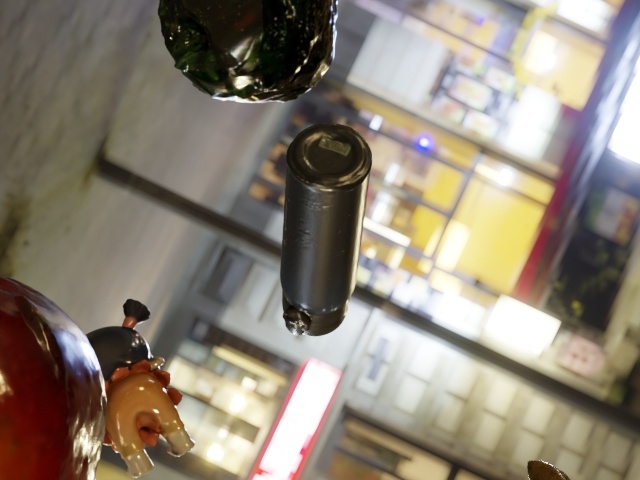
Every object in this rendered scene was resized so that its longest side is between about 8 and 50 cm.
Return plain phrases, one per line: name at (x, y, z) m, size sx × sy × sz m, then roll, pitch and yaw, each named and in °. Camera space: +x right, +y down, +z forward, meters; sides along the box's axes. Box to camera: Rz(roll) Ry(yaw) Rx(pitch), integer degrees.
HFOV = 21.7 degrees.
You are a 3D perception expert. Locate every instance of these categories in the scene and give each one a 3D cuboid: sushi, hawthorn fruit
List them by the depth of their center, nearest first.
hawthorn fruit at (-0.285, 0.167, 1.193) m, size 0.265 × 0.265 × 0.307 m, roll -59°, pitch 149°, yaw -84°
sushi at (-0.054, -0.214, 1.248) m, size 0.127 × 0.124 × 0.225 m, roll 9°, pitch 81°, yaw -77°

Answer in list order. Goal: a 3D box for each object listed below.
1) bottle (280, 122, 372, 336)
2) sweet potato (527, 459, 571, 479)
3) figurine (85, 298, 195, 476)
bottle at (0.000, 0.000, 1.490) m, size 0.082 × 0.072 × 0.244 m, roll -53°, pitch 162°, yaw -30°
sweet potato at (0.269, 0.294, 1.723) m, size 0.054 × 0.182 × 0.053 m, roll -44°, pitch 152°, yaw 4°
figurine at (-0.176, 0.130, 1.519) m, size 0.111 × 0.102 × 0.195 m, roll -24°, pitch -162°, yaw -16°
